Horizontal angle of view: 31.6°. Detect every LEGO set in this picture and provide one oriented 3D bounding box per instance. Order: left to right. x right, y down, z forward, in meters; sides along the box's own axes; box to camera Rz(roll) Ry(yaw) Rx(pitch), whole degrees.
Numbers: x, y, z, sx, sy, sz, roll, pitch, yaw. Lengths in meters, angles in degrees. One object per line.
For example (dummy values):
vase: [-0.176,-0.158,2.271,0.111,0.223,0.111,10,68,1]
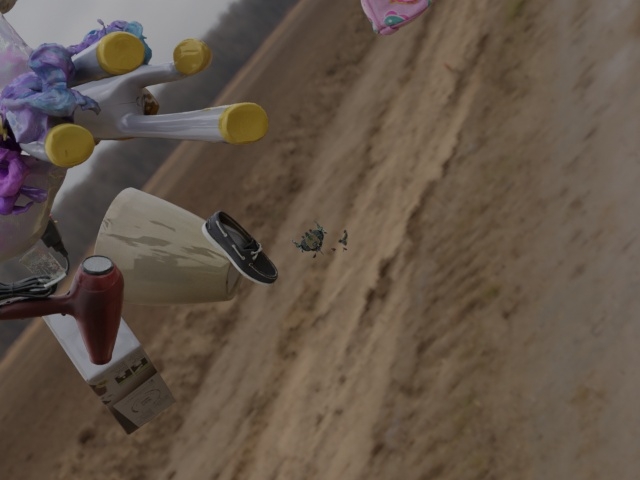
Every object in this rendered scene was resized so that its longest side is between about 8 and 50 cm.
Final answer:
LEGO set: [0.001,0.003,1.627,0.023,0.083,0.054,48,-119,-74]

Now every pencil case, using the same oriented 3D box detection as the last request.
pencil case: [0.068,-0.468,1.799,0.124,0.284,0.124,-31,12,8]

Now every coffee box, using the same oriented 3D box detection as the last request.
coffee box: [-0.388,0.224,2.107,0.119,0.168,0.297,-35,-27,-11]

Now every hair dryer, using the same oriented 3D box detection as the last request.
hair dryer: [-0.416,0.091,1.770,0.224,0.293,0.080,-33,33,14]

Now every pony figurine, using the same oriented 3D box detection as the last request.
pony figurine: [-0.282,-0.122,1.160,0.351,0.302,0.363,-12,7,-33]

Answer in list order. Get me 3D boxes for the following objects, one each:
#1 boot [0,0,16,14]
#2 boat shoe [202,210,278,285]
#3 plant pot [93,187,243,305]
boot: [-0.546,-0.313,1.534,0.258,0.095,0.123,-19,15,2]
boat shoe: [-0.102,0.010,1.522,0.038,0.125,0.046,-43,4,37]
plant pot: [-0.310,0.040,2.441,0.256,0.274,0.256,13,-90,-78]
